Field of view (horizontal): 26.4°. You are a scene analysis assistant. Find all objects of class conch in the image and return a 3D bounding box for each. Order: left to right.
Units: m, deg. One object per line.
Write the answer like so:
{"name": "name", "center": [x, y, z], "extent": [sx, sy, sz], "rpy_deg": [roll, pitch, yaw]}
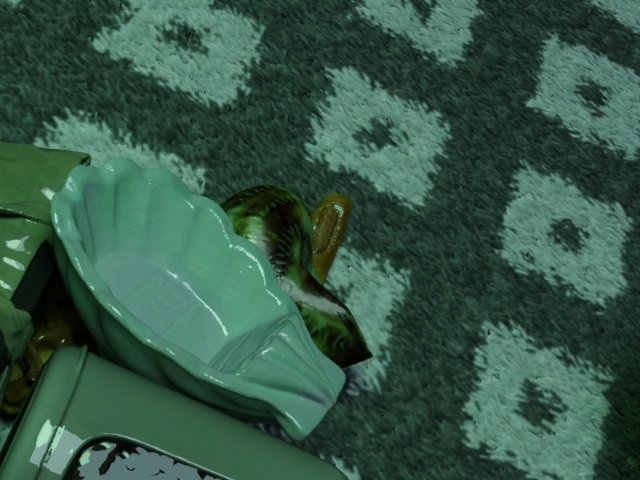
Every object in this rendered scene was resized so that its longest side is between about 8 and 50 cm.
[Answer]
{"name": "conch", "center": [-0.045, 0.042, 1.296], "extent": [0.187, 0.124, 0.181], "rpy_deg": [55, 11, -39]}

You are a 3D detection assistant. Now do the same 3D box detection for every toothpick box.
{"name": "toothpick box", "center": [-0.105, 0.231, 1.071], "extent": [0.316, 0.229, 0.229], "rpy_deg": [25, 49, -11]}

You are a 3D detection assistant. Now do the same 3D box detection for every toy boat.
{"name": "toy boat", "center": [-0.115, 0.060, 1.144], "extent": [0.290, 0.100, 0.199], "rpy_deg": [41, 35, 1]}

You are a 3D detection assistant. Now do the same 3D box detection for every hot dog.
{"name": "hot dog", "center": [0.000, -0.001, 1.408], "extent": [0.044, 0.028, 0.137], "rpy_deg": [24, 50, 0]}

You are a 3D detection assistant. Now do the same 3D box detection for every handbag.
{"name": "handbag", "center": [-0.344, 0.022, 1.123], "extent": [0.253, 0.109, 0.315], "rpy_deg": [7, 47, 10]}

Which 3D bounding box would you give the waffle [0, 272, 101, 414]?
{"name": "waffle", "center": [-0.213, 0.072, 1.233], "extent": [0.243, 0.058, 0.237], "rpy_deg": [24, 46, -13]}
